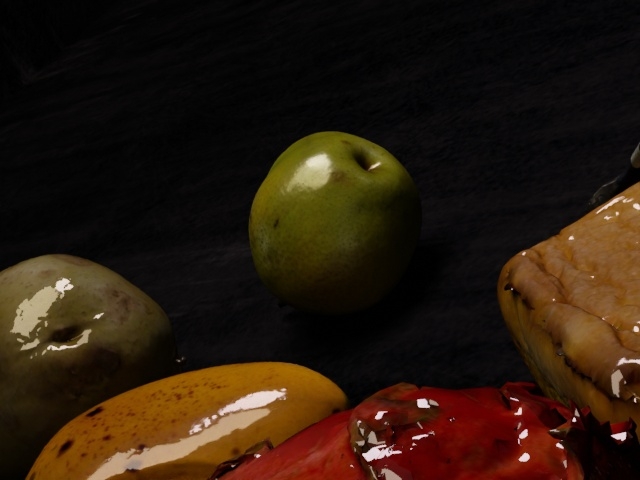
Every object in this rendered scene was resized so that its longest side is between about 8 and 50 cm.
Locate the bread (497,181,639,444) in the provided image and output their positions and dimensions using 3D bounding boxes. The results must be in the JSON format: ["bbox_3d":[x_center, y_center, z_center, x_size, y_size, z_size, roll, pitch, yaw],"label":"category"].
[{"bbox_3d":[0.299,0.034,1.035,0.328,0.148,0.337,-31,17,-2],"label":"bread"}]

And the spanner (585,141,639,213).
[{"bbox_3d":[0.230,-0.059,1.140,0.087,0.024,0.316,-33,-8,2],"label":"spanner"}]

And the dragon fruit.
[{"bbox_3d":[0.063,0.210,0.790,0.302,0.295,0.295,-8,32,36],"label":"dragon fruit"}]

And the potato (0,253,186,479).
[{"bbox_3d":[-0.280,0.155,1.530,0.351,0.218,0.202,-30,42,32],"label":"potato"}]

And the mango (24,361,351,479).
[{"bbox_3d":[-0.103,0.185,1.288,0.290,0.160,0.191,-26,13,11],"label":"mango"}]

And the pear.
[{"bbox_3d":[0.000,0.000,1.547,0.216,0.166,0.180,-52,23,33],"label":"pear"}]
